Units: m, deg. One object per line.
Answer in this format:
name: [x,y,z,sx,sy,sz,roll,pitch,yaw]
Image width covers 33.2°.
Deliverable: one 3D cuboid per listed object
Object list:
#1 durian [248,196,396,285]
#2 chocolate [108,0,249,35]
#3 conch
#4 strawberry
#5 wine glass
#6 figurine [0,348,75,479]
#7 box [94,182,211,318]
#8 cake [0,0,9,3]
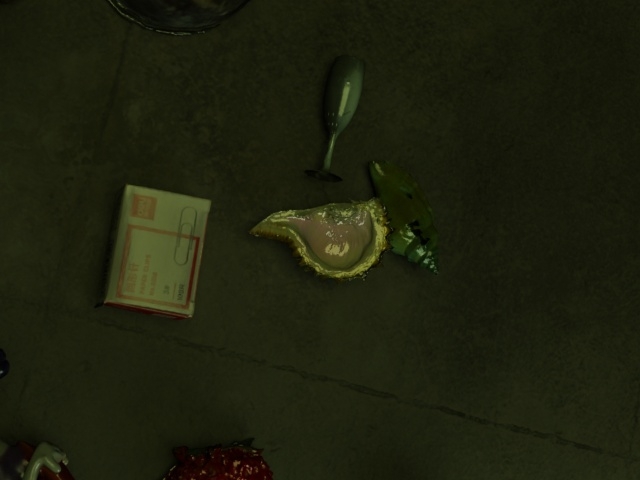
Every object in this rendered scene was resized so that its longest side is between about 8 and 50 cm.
durian: [-0.001,-0.007,1.651,0.224,0.078,0.140,7,94,-9]
chocolate: [-0.189,-0.469,1.557,0.303,0.213,0.303,2,84,-21]
conch: [0.138,-0.035,1.706,0.095,0.079,0.200,-4,76,-39]
strawberry: [-0.141,0.405,1.538,0.175,0.098,0.228,-1,84,-19]
wine glass: [0.025,-0.193,1.684,0.066,0.066,0.198,16,79,-18]
figurine: [-0.416,0.347,1.417,0.193,0.154,0.420,-31,93,-15]
box: [-0.239,0.019,1.543,0.133,0.099,0.182,13,79,-17]
cake: [-0.509,-0.512,1.395,0.293,0.314,0.306,6,84,-18]
